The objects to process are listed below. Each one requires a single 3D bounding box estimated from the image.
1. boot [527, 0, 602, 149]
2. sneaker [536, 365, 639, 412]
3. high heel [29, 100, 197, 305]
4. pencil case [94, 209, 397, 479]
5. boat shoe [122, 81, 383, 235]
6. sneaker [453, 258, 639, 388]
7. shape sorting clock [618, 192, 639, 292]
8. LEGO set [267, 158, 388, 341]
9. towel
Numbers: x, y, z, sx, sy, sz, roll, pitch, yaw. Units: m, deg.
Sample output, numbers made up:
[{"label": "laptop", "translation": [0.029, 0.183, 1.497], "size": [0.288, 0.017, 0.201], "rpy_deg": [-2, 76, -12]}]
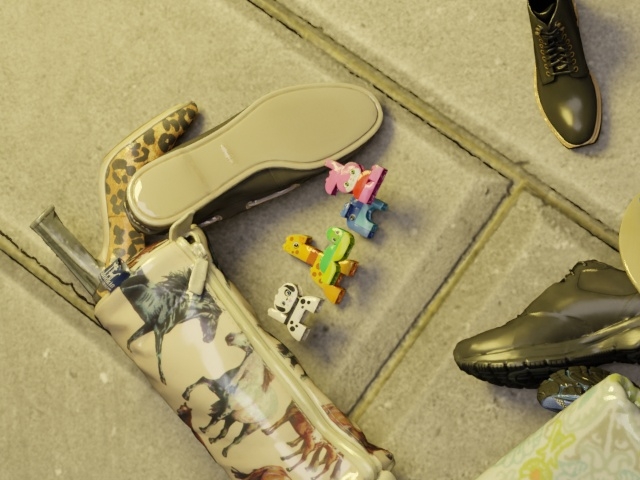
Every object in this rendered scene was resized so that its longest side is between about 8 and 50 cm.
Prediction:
[{"label": "boot", "translation": [0.273, -0.211, 1.960], "size": [0.077, 0.137, 0.198], "rpy_deg": [-16, 79, 12]}, {"label": "sneaker", "translation": [0.342, 0.205, 1.879], "size": [0.221, 0.083, 0.087], "rpy_deg": [16, 105, -11]}, {"label": "high heel", "translation": [-0.208, -0.035, 2.107], "size": [0.261, 0.093, 0.186], "rpy_deg": [-43, 97, -8]}, {"label": "pencil case", "translation": [-0.086, 0.169, 1.958], "size": [0.160, 0.183, 0.410], "rpy_deg": [-35, 80, -36]}, {"label": "boat shoe", "translation": [-0.086, -0.099, 2.049], "size": [0.335, 0.095, 0.112], "rpy_deg": [-24, 81, -13]}, {"label": "sneaker", "translation": [0.291, 0.091, 1.941], "size": [0.286, 0.109, 0.130], "rpy_deg": [-12, 69, 6]}, {"label": "shape sorting clock", "translation": [0.436, 0.013, 1.900], "size": [0.206, 0.040, 0.206], "rpy_deg": [5, 57, -8]}, {"label": "LEGO set", "translation": [0.000, 0.000, 2.031], "size": [0.093, 0.087, 0.227], "rpy_deg": [28, 96, 20]}, {"label": "towel", "translation": [0.324, 0.375, 1.829], "size": [0.320, 0.090, 0.374], "rpy_deg": [-43, 83, 24]}]
